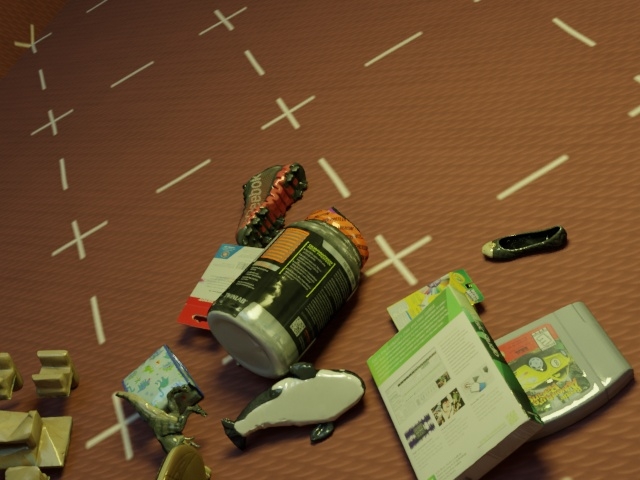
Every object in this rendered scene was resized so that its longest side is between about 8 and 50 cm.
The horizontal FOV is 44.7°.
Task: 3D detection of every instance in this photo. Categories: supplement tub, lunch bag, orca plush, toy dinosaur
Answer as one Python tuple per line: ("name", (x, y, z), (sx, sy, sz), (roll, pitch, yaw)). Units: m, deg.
("supplement tub", (-0.057, 0.103, 1.620), (0.207, 0.207, 0.338), (16, 51, 38))
("lunch bag", (-0.346, 0.313, 1.680), (0.129, 0.096, 0.151), (-40, 54, -9))
("orca plush", (-0.044, 0.326, 1.538), (0.287, 0.102, 0.151), (-36, 87, 8))
("toy dinosaur", (-0.296, 0.358, 1.560), (0.268, 0.064, 0.118), (42, 86, 22))

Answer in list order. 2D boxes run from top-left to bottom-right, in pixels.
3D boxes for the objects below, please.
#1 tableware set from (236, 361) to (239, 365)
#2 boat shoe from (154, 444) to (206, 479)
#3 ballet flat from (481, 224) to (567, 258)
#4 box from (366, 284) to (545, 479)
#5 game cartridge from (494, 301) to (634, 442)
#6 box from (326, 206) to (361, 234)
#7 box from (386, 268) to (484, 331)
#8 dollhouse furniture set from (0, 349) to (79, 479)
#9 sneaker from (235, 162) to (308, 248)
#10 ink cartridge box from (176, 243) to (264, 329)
("tableware set", (-0.107, 0.210, 1.701), (0.169, 0.020, 0.141), (-6, 48, 25))
("boat shoe", (-0.307, 0.545, 1.425), (0.123, 0.123, 0.341), (-10, 59, 35))
("ballet flat", (0.414, -0.001, 1.592), (0.173, 0.049, 0.057), (-13, 45, 18))
("box", (0.225, 0.266, 1.383), (0.232, 0.058, 0.322), (-46, 41, 20))
("game cartridge", (0.385, 0.245, 1.382), (0.294, 0.060, 0.196), (-27, 47, 3))
("box", (0.000, 0.000, 1.831), (0.162, 0.029, 0.116), (-36, 43, -8))
("box", (0.234, 0.136, 1.569), (0.179, 0.043, 0.105), (-30, 43, 3))
("dollhouse furniture set", (-0.745, 0.468, 1.716), (0.394, 0.256, 0.362), (-2, 47, -1))
("sneaker", (-0.147, -0.087, 1.940), (0.135, 0.097, 0.276), (8, 53, 33))
("ink cartridge box", (-0.214, 0.123, 1.795), (0.134, 0.078, 0.231), (7, 54, 34))
